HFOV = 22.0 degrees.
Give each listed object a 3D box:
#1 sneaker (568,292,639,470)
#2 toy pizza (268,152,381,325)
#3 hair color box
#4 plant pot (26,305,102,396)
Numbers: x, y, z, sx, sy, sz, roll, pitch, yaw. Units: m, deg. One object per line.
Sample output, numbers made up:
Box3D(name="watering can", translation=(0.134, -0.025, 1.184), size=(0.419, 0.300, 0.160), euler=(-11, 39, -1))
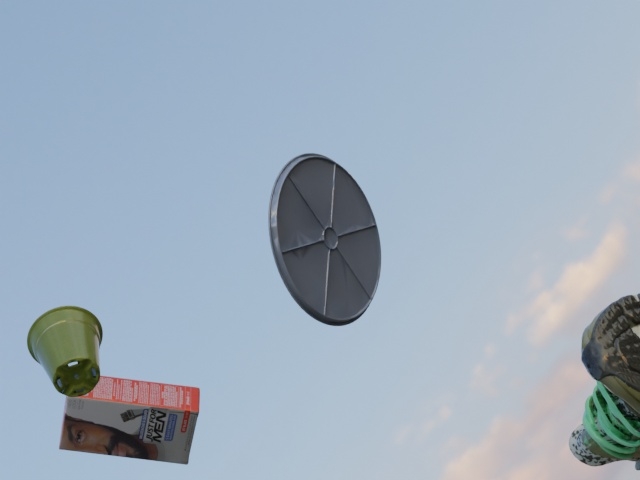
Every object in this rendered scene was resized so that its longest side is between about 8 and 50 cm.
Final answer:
Box3D(name="sneaker", translation=(0.334, 0.183, 1.699), size=(0.182, 0.158, 0.410), euler=(-37, -29, 16))
Box3D(name="toy pizza", translation=(0.000, 0.000, 1.880), size=(0.032, 0.201, 0.201), euler=(-14, 2, 37))
Box3D(name="hair color box", translation=(-0.243, 0.227, 2.093), size=(0.053, 0.167, 0.093), euler=(-93, 14, -55))
Box3D(name="plant pot", translation=(-0.269, 0.126, 1.767), size=(0.083, 0.079, 0.083), euler=(-9, -57, -13))
